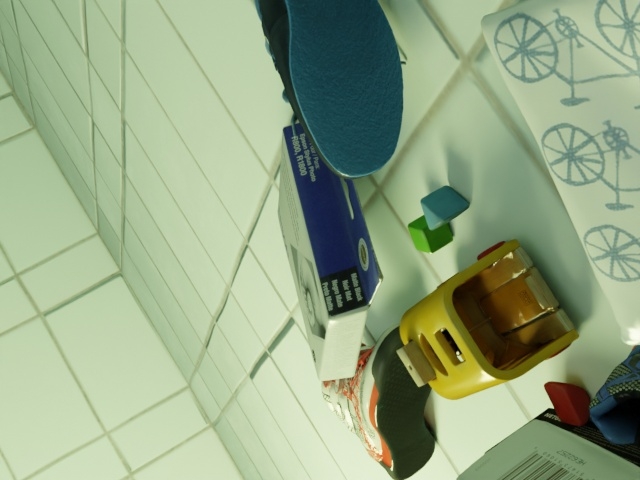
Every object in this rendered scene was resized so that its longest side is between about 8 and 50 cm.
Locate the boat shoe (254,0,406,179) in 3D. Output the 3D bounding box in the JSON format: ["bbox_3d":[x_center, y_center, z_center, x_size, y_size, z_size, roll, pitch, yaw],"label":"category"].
[{"bbox_3d":[0.003,-0.175,0.745,0.089,0.109,0.258,164,94,-77],"label":"boat shoe"}]

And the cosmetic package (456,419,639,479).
[{"bbox_3d":[0.185,0.250,0.629,0.117,0.085,0.231,22,138,61],"label":"cosmetic package"}]

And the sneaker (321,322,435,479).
[{"bbox_3d":[0.055,0.154,1.048,0.145,0.090,0.270,43,157,35],"label":"sneaker"}]

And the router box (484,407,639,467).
[{"bbox_3d":[0.276,0.274,0.682,0.309,0.081,0.243,8,124,66],"label":"router box"}]

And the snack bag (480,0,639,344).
[{"bbox_3d":[0.236,0.037,0.324,0.323,0.037,0.342,1,125,59],"label":"snack bag"}]

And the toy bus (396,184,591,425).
[{"bbox_3d":[0.117,0.079,0.769,0.191,0.104,0.202,36,149,50],"label":"toy bus"}]

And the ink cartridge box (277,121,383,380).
[{"bbox_3d":[0.000,0.000,0.932,0.224,0.045,0.223,99,159,-59],"label":"ink cartridge box"}]

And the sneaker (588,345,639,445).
[{"bbox_3d":[0.244,0.114,0.531,0.083,0.087,0.221,65,160,-13],"label":"sneaker"}]
